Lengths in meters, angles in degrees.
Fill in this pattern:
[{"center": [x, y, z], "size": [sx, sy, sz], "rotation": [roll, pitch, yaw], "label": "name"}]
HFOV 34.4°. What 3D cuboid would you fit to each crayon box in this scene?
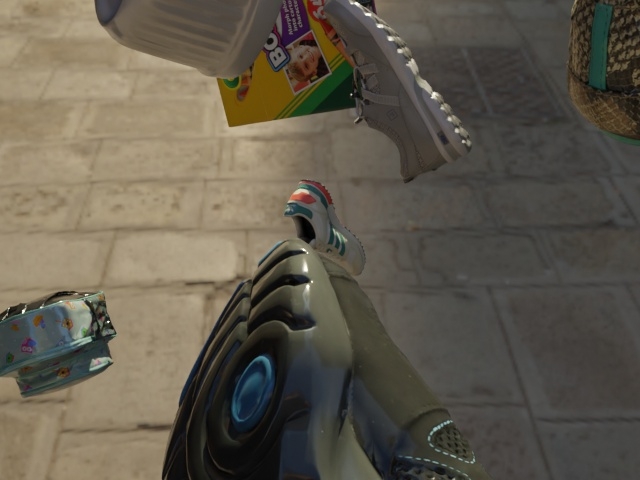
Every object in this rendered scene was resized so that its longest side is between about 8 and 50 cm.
[{"center": [-0.062, -0.399, 1.808], "size": [0.313, 0.363, 0.106], "rotation": [-4, 14, 37], "label": "crayon box"}]

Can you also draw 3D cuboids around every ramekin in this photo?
[{"center": [-0.104, -0.236, 0.806], "size": [0.109, 0.207, 0.207], "rotation": [7, 26, -24], "label": "ramekin"}]

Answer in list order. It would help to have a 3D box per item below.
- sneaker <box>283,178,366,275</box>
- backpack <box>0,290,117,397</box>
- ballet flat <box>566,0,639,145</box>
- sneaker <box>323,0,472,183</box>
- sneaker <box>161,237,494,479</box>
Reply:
[{"center": [0.000, 0.000, 1.376], "size": [0.057, 0.161, 0.075], "rotation": [0, 42, 41], "label": "sneaker"}, {"center": [-0.401, 0.151, 1.518], "size": [0.166, 0.144, 0.188], "rotation": [-18, -9, 8], "label": "backpack"}, {"center": [0.368, -0.253, 0.818], "size": [0.483, 0.182, 0.164], "rotation": [-35, 42, -27], "label": "ballet flat"}, {"center": [0.076, -0.203, 1.365], "size": [0.281, 0.115, 0.105], "rotation": [56, 16, 9], "label": "sneaker"}, {"center": [0.025, 0.129, 0.418], "size": [0.139, 0.125, 0.341], "rotation": [22, 27, -26], "label": "sneaker"}]
